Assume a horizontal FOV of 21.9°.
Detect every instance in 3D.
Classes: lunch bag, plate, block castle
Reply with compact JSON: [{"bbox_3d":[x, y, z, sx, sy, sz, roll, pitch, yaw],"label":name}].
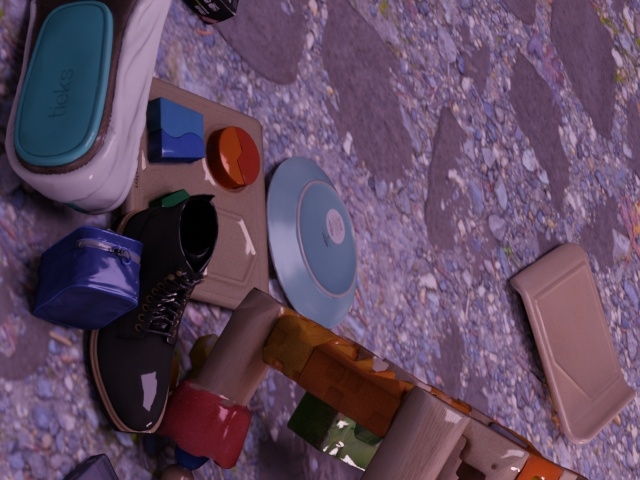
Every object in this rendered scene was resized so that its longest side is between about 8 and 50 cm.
[{"bbox_3d":[-0.192,0.027,1.380,0.067,0.098,0.065,20,57,-34],"label":"lunch bag"},{"bbox_3d":[0.000,0.000,1.759,0.188,0.024,0.188,32,51,-52],"label":"plate"},{"bbox_3d":[0.085,0.247,1.536,0.453,0.303,0.212,32,88,-49],"label":"block castle"}]

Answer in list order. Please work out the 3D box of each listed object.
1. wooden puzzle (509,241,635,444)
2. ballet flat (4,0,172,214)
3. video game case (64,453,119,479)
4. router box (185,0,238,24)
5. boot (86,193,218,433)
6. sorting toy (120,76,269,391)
[{"bbox_3d":[0.338,0.136,2.238,0.221,0.044,0.238,-26,96,-58],"label":"wooden puzzle"},{"bbox_3d":[-0.189,-0.200,1.478,0.139,0.139,0.400,38,52,-45],"label":"ballet flat"},{"bbox_3d":[-0.208,0.321,1.308,0.274,0.026,0.196,-43,114,-54],"label":"video game case"},{"bbox_3d":[-0.117,-0.295,1.689,0.092,0.038,0.122,46,42,-40],"label":"router box"},{"bbox_3d":[-0.136,0.060,1.398,0.077,0.137,0.197,3,78,-32],"label":"boot"},{"bbox_3d":[-0.111,0.000,1.576,0.229,0.041,0.307,22,59,-53],"label":"sorting toy"}]
